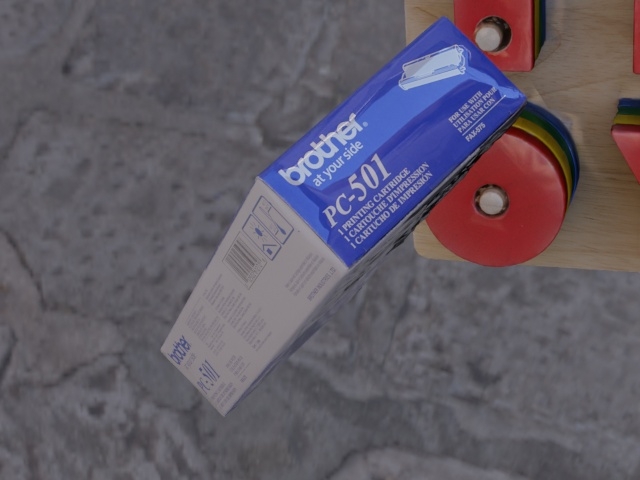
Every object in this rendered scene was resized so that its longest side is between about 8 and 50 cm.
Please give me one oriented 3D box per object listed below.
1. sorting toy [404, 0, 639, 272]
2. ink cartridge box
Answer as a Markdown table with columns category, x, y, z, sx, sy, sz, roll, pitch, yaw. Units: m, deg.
| category | x | y | z | sx | sy | sz | roll | pitch | yaw |
| --- | --- | --- | --- | --- | --- | --- | --- | --- | --- |
| sorting toy | 0.171 | -0.088 | 0.833 | 0.257 | 0.255 | 0.089 | 3 | 25 | 16 |
| ink cartridge box | 0.000 | 0.000 | 0.562 | 0.046 | 0.207 | 0.097 | 46 | 65 | 4 |
